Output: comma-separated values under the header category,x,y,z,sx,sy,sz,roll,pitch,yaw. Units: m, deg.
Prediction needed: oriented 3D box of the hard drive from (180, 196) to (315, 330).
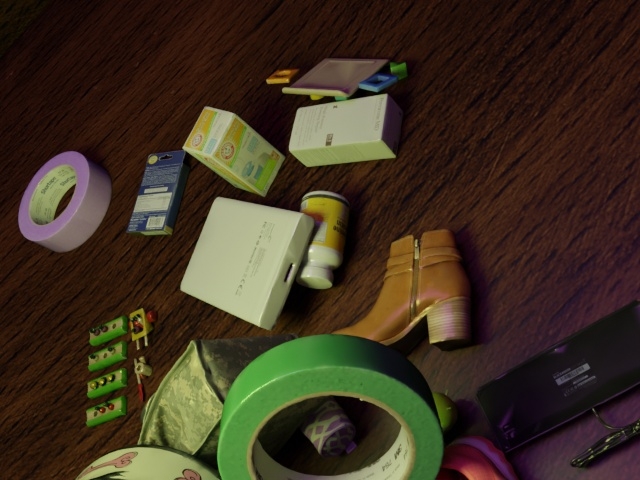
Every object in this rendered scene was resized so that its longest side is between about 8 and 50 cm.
category,x,y,z,sx,sy,sz,roll,pitch,yaw
hard drive,-0.164,0.036,1.481,0.353,0.047,0.233,13,81,53

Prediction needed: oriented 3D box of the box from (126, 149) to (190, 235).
category,x,y,z,sx,sy,sz,roll,pitch,yaw
box,-0.411,-0.121,1.800,0.136,0.036,0.226,-2,67,32

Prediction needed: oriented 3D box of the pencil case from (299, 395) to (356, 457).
category,x,y,z,sx,sy,sz,roll,pitch,yaw
pencil case,-0.018,0.302,1.295,0.086,0.088,0.206,-39,50,-2

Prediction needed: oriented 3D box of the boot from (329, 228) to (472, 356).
category,x,y,z,sx,sy,sz,roll,pitch,yaw
boot,0.133,0.099,1.283,0.283,0.109,0.220,-16,61,24

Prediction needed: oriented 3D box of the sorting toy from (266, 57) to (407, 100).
category,x,y,z,sx,sy,sz,roll,pitch,yaw
sorting toy,0.038,-0.358,1.580,0.347,0.047,0.196,13,41,37

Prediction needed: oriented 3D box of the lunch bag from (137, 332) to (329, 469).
category,x,y,z,sx,sy,sz,roll,pitch,yaw
lunch bag,-0.166,0.302,1.215,0.287,0.235,0.169,-53,53,30

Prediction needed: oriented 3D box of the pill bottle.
category,x,y,z,sx,sy,sz,roll,pitch,yaw
pill bottle,0.000,0.000,1.426,0.103,0.103,0.184,-6,65,31

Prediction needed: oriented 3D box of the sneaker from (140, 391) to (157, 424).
category,x,y,z,sx,sy,sz,roll,pitch,yaw
sneaker,-0.249,0.350,1.422,0.270,0.090,0.145,-35,50,11

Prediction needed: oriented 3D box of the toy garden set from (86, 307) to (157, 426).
category,x,y,z,sx,sy,sz,roll,pitch,yaw
toy garden set,-0.469,0.282,1.627,0.203,0.049,0.245,-23,56,22

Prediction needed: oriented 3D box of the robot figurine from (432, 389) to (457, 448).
category,x,y,z,sx,sy,sz,roll,pitch,yaw
robot figurine,0.182,0.300,1.166,0.115,0.067,0.101,-57,16,27

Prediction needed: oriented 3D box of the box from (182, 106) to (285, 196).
category,x,y,z,sx,sy,sz,roll,pitch,yaw
box,-0.193,-0.199,1.587,0.103,0.203,0.114,20,79,38

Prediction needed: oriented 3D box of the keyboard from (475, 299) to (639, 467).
category,x,y,z,sx,sy,sz,roll,pitch,yaw
keyboard,0.412,0.243,1.081,0.317,0.033,0.202,-34,48,16

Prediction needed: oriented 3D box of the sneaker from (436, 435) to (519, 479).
category,x,y,z,sx,sy,sz,roll,pitch,yaw
sneaker,0.270,0.411,1.006,0.313,0.136,0.116,37,111,42

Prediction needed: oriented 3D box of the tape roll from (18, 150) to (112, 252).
category,x,y,z,sx,sy,sz,roll,pitch,yaw
tape roll,-0.714,-0.109,1.960,0.274,0.090,0.275,-14,61,27

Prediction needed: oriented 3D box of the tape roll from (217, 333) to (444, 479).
category,x,y,z,sx,sy,sz,roll,pitch,yaw
tape roll,0.014,0.287,1.013,0.321,0.321,0.077,-35,24,14

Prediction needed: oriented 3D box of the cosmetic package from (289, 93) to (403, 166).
category,x,y,z,sx,sy,sz,roll,pitch,yaw
cosmetic package,0.054,-0.236,1.522,0.231,0.085,0.118,-4,65,33

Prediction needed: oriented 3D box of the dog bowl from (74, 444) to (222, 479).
category,x,y,z,sx,sy,sz,roll,pitch,yaw
dog bowl,-0.279,0.525,1.040,0.407,0.150,0.409,0,90,19
